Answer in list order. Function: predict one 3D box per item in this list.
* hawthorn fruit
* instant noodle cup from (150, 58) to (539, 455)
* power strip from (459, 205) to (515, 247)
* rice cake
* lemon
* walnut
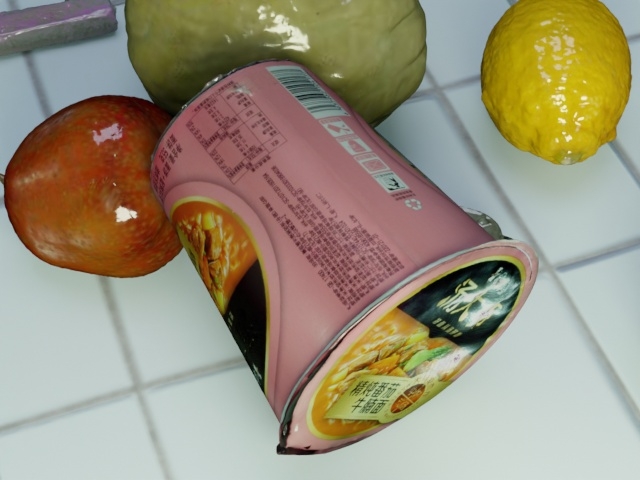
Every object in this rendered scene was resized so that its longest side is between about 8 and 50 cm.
[{"bbox_3d":[-0.213,-0.043,1.216,0.203,0.163,0.163,-7,46,20],"label":"hawthorn fruit"},{"bbox_3d":[0.000,0.000,1.089,0.244,0.244,0.255,-28,62,-22],"label":"instant noodle cup"},{"bbox_3d":[0.031,-0.011,1.241,0.285,0.048,0.080,11,52,11],"label":"power strip"},{"bbox_3d":[-0.310,-0.213,1.439,0.206,0.036,0.047,-13,39,-10],"label":"rice cake"},{"bbox_3d":[0.218,-0.148,1.299,0.142,0.142,0.187,0,59,2],"label":"lemon"},{"bbox_3d":[-0.041,-0.210,1.284,0.276,0.253,0.282,1,49,1],"label":"walnut"}]
